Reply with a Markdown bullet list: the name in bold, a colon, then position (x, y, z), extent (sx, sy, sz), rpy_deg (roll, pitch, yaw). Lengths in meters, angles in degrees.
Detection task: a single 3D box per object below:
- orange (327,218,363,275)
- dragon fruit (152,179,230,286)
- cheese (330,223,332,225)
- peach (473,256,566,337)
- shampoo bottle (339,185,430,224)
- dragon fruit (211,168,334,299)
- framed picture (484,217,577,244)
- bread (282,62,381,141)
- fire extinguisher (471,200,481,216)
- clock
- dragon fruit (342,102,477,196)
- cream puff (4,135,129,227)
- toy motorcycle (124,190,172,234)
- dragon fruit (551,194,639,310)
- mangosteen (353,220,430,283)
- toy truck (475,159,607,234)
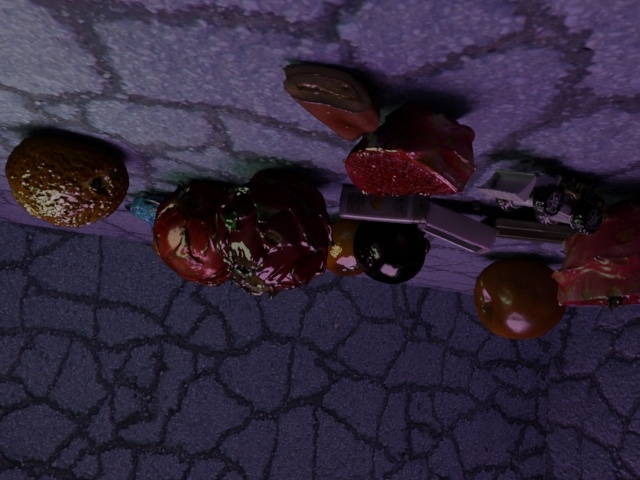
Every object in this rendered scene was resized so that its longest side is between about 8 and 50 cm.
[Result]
- **orange**: position (0.100, 0.030, 1.791), extent (0.224, 0.170, 0.224), rpy_deg (0, 143, 0)
- **dragon fruit**: position (-0.347, -0.023, 1.578), extent (0.296, 0.295, 0.301), rpy_deg (8, 142, -4)
- **cheese**: position (0.000, 0.000, 1.970), extent (0.214, 0.117, 0.226), rpy_deg (4, 167, -15)
- **peach**: position (0.778, 0.222, 2.080), extent (0.302, 0.342, 0.343), rpy_deg (-14, 174, -11)
- **shampoo bottle**: position (0.165, -0.091, 1.380), extent (0.228, 0.086, 0.056), rpy_deg (6, 172, 13)
- **dragon fruit**: position (-0.117, -0.023, 1.364), extent (0.329, 0.329, 0.329), rpy_deg (7, 170, 1)
- **framed picture**: position (0.684, -0.013, 1.486), extent (0.446, 0.028, 0.326), rpy_deg (6, 178, 6)
- **bread**: position (0.038, -0.212, 0.831), extent (0.119, 0.067, 0.192), rpy_deg (11, 172, 32)
- **fire extinguisher**: position (0.416, -0.081, 1.416), extent (0.022, 0.028, 0.083), rpy_deg (-29, 160, 12)
- **clock**: position (0.371, -0.031, 1.463), extent (0.197, 0.063, 0.150), rpy_deg (24, 177, 7)
- **dragon fruit**: position (0.143, -0.169, 0.902), extent (0.126, 0.161, 0.274), rpy_deg (46, 161, -26)
- **cream puff**: position (-0.645, -0.139, 1.367), extent (0.303, 0.212, 0.303), rpy_deg (9, 175, 1)
- **toy motorcycle**: position (-0.555, -0.093, 1.839), extent (0.182, 0.123, 0.272), rpy_deg (27, 161, -34)
- **dragon fruit**: position (0.702, 0.033, 1.171), extent (0.371, 0.249, 0.386), rpy_deg (8, 165, -40)
- **mangosteen**: position (0.228, 0.011, 1.615), extent (0.265, 0.228, 0.228), rpy_deg (-21, -173, -33)
- **toy truck**: position (0.457, -0.093, 1.083), extent (0.286, 0.111, 0.136), rpy_deg (16, -177, -28)
